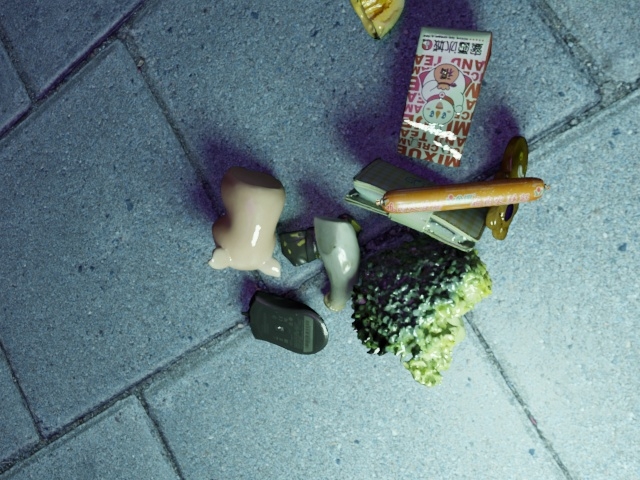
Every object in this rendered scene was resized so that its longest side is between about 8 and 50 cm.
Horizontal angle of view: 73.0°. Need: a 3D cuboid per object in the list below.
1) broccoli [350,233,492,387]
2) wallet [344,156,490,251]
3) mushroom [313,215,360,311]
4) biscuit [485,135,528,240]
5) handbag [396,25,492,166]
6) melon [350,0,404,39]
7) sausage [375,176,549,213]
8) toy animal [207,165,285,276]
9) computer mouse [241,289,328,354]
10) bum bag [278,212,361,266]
[{"bbox_3d":[0.239,0.146,1.006,0.348,0.293,0.281,-45,118,-13],"label":"broccoli"},{"bbox_3d":[0.235,-0.091,1.012,0.310,0.223,0.077,26,121,16],"label":"wallet"},{"bbox_3d":[0.047,0.068,1.085,0.118,0.103,0.270,21,123,46],"label":"mushroom"},{"bbox_3d":[0.428,-0.122,0.976,0.039,0.180,0.236,11,80,37],"label":"biscuit"},{"bbox_3d":[0.291,-0.332,1.025,0.171,0.151,0.298,11,97,13],"label":"handbag"},{"bbox_3d":[0.148,-0.607,1.099,0.128,0.079,0.160,-25,112,10],"label":"melon"},{"bbox_3d":[0.288,-0.091,0.885,0.348,0.053,0.053,-5,89,6],"label":"sausage"},{"bbox_3d":[-0.199,-0.056,1.149,0.195,0.213,0.256,7,103,-25],"label":"toy animal"},{"bbox_3d":[-0.091,0.219,1.176,0.264,0.088,0.147,13,112,17],"label":"computer mouse"},{"bbox_3d":[0.000,0.000,1.160,0.233,0.060,0.106,-14,98,18],"label":"bum bag"}]
